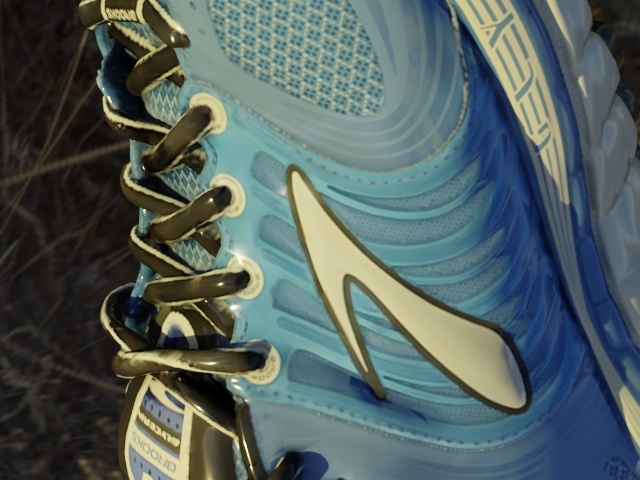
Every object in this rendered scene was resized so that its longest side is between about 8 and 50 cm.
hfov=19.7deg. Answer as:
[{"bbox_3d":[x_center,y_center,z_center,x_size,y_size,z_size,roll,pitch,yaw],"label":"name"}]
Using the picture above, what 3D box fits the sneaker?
[{"bbox_3d":[0.000,0.000,0.441,0.147,0.130,0.330,-40,112,-8],"label":"sneaker"}]
